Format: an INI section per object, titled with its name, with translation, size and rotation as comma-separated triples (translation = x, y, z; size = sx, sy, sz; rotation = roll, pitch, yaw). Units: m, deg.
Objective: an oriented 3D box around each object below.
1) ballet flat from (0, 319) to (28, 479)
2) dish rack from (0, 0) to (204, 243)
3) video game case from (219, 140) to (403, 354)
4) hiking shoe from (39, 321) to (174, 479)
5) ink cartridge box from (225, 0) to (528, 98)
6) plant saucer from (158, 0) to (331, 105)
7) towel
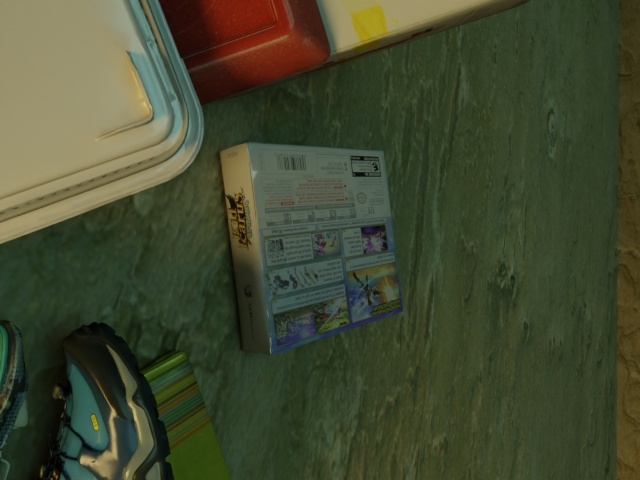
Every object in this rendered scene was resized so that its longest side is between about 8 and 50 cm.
[ballet flat]
translation = -0.267, 0.158, 0.411
size = 0.070, 0.070, 0.189
rotation = 30, 66, -41
[dish rack]
translation = -0.255, -0.164, 0.358
size = 0.285, 0.072, 0.333
rotation = -24, 104, -17
[video game case]
translation = 0.000, 0.000, 0.707
size = 0.269, 0.061, 0.245
rotation = -7, 90, -47
[hiking shoe]
translation = -0.195, 0.223, 0.425
size = 0.131, 0.113, 0.305
rotation = -6, 92, -35
[ink cartridge box]
translation = 0.025, -0.339, 0.540
size = 0.160, 0.384, 0.280
rotation = -97, 170, -78
[plant saucer]
translation = -0.149, -0.244, 0.451
size = 0.048, 0.258, 0.259
rotation = -88, 160, -77
[towel]
translation = -0.150, 0.242, 0.551
size = 0.102, 0.021, 0.238
rotation = -26, 106, -40
